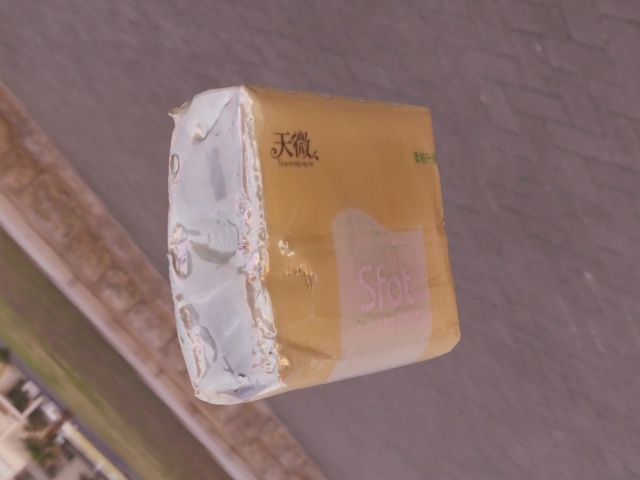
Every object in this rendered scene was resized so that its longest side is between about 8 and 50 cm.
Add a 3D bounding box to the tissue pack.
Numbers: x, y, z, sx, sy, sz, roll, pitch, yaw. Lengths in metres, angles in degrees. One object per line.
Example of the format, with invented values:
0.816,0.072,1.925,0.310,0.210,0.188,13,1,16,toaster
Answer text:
0.000,0.000,0.743,0.090,0.186,0.222,-8,176,33,tissue pack
